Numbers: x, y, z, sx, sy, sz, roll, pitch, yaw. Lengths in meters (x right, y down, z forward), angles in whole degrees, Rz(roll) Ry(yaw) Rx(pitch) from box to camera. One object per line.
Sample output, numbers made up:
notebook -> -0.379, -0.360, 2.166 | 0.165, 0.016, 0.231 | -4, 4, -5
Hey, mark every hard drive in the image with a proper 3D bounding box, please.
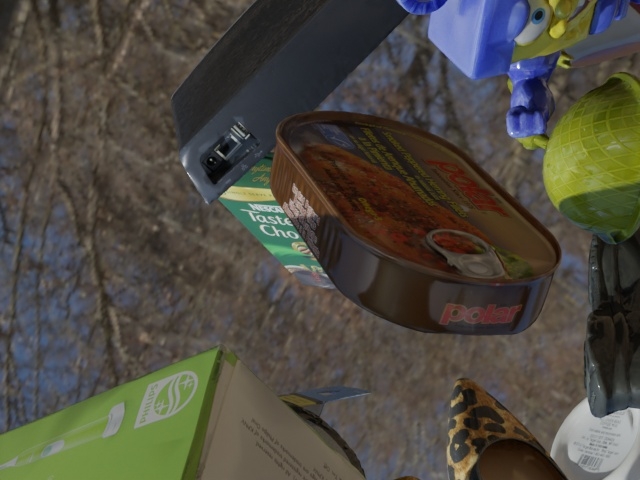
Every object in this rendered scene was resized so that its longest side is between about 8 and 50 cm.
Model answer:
hard drive -> -0.021, -0.157, 0.973 | 0.054, 0.254, 0.172 | 41, -167, -25

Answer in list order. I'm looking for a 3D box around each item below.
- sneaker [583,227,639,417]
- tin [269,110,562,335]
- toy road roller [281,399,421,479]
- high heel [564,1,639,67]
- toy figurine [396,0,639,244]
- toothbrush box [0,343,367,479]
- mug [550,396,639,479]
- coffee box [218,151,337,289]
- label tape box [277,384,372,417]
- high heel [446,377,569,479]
sneaker -> 0.330, 0.066, 1.223 | 0.130, 0.109, 0.286 | -1, -138, 14
tin -> 0.041, -0.013, 0.588 | 0.106, 0.040, 0.190 | -1, -153, -20
toy road roller -> 0.013, 0.288, 0.790 | 0.329, 0.202, 0.241 | 33, -158, -23
high heel -> 0.239, -0.273, 1.155 | 0.377, 0.127, 0.181 | 6, -108, -68
toy figurine -> 0.125, -0.159, 0.795 | 0.217, 0.363, 0.191 | -13, -139, -28
toothbrush box -> -0.093, 0.187, 0.497 | 0.206, 0.283, 0.122 | 49, -145, -29
mug -> 0.500, 0.360, 1.631 | 0.328, 0.276, 0.374 | 37, 178, -21
coffee box -> -0.010, -0.013, 1.084 | 0.113, 0.184, 0.040 | 7, -117, 34
label tape box -> -0.108, 0.280, 1.730 | 0.333, 0.240, 0.106 | -6, -93, -11
high heel -> 0.181, 0.181, 0.925 | 0.093, 0.186, 0.261 | -9, -124, -23
